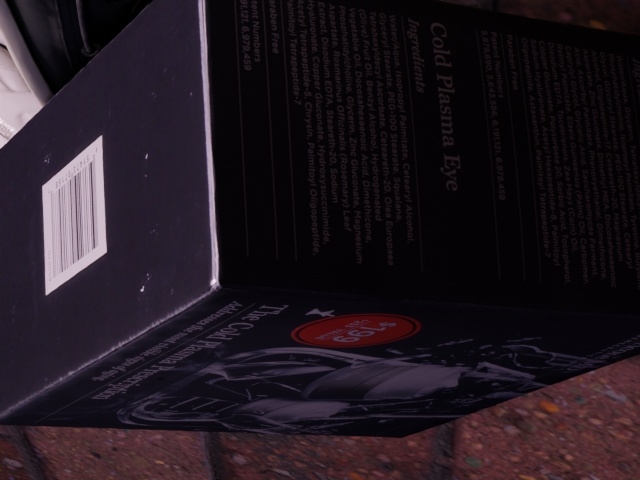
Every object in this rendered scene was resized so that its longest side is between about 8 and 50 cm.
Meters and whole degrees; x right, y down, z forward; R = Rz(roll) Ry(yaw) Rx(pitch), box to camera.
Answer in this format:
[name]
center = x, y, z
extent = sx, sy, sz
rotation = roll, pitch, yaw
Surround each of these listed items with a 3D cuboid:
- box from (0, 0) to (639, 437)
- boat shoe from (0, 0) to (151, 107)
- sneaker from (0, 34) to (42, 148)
[box]
center = 0.000, 0.000, 1.012
extent = 0.313, 0.179, 0.343
rotation = 4, 162, -29
[boat shoe]
center = -0.140, -0.173, 0.992
extent = 0.113, 0.127, 0.340
rotation = -14, 150, 5
[sneaker]
center = -0.228, -0.091, 1.210
extent = 0.235, 0.094, 0.090
rotation = 21, 153, 11
